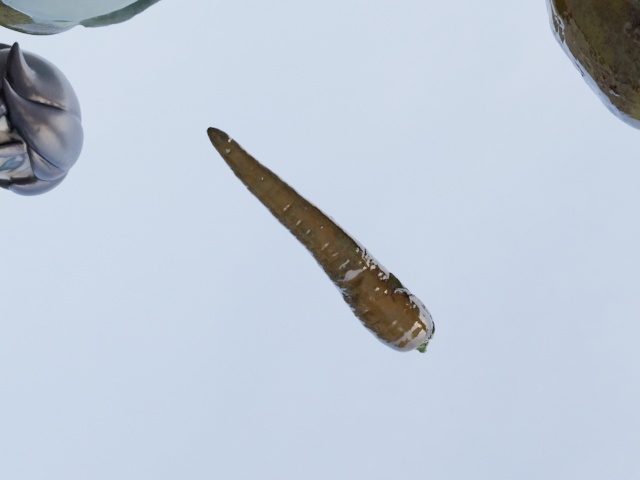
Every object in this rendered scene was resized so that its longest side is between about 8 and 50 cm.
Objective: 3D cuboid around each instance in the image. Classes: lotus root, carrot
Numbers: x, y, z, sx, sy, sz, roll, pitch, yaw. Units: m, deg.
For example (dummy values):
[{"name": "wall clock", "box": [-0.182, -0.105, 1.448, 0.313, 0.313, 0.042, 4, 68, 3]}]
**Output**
[{"name": "lotus root", "box": [0.298, -0.163, 1.503, 0.154, 0.154, 0.278, -32, -109, 5]}, {"name": "carrot", "box": [0.000, 0.000, 1.360, 0.049, 0.254, 0.049, -37, -158, 18]}]

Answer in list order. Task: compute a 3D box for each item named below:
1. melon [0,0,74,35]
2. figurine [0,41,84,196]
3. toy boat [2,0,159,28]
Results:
[{"name": "melon", "box": [-0.289, -0.253, 1.753, 0.130, 0.098, 0.098, 16, -123, 5]}, {"name": "figurine", "box": [-0.388, -0.132, 1.949, 0.175, 0.265, 0.197, 16, -91, 39]}, {"name": "toy boat", "box": [-0.113, -0.186, 0.878, 0.134, 0.208, 0.079, -5, -113, -16]}]
